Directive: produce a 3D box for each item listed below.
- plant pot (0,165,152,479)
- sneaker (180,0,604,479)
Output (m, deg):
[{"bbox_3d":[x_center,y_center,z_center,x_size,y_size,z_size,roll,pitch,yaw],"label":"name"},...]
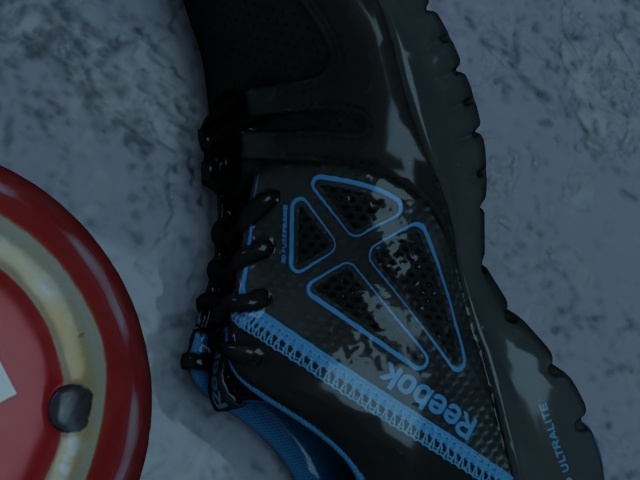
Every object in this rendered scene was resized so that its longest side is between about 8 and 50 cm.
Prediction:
[{"bbox_3d":[-0.156,0.065,0.479,0.191,0.174,0.191,3,81,-21],"label":"plant pot"},{"bbox_3d":[0.000,0.000,0.575,0.139,0.125,0.341,-23,88,-21],"label":"sneaker"}]
